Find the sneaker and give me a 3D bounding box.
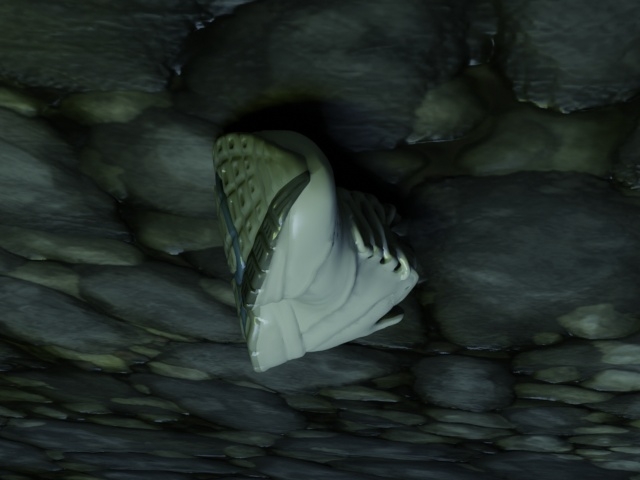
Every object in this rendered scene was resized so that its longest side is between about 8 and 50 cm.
[{"bbox_3d":[0.000,0.000,0.838,0.129,0.111,0.297,-11,163,-3],"label":"sneaker"}]
